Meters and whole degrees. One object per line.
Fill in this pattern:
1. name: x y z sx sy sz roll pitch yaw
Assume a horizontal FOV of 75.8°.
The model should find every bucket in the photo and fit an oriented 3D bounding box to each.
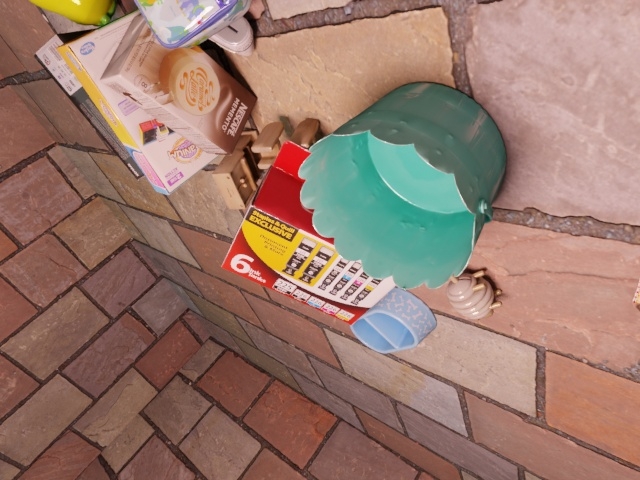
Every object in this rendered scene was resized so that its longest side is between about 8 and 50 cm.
1. bucket: 0.128 -0.083 0.618 0.281 0.183 0.281 28 145 22

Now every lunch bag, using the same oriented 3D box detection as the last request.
1. lunch bag: -0.215 -0.425 0.617 0.175 0.090 0.219 -20 109 20

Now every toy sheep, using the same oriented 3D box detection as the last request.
1. toy sheep: 0.288 0.103 0.788 0.132 0.091 0.091 46 152 -17

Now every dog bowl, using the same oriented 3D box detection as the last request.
1. dog bowl: 0.178 0.222 1.096 0.166 0.074 0.297 43 151 -1

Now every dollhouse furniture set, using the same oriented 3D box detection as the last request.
1. dollhouse furniture set: -0.081 -0.157 0.891 0.241 0.161 0.212 2 136 20

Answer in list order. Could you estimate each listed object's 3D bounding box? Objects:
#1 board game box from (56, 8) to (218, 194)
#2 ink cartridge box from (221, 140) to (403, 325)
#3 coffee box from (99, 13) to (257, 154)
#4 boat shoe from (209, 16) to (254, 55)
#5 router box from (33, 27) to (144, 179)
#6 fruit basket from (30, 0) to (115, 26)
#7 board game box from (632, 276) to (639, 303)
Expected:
1. board game box: -0.322 -0.293 0.851 0.064 0.242 0.317 16 141 41
2. ink cartridge box: 0.000 0.000 0.806 0.309 0.130 0.272 25 136 -11
3. coffee box: -0.260 -0.289 0.789 0.098 0.141 0.246 13 167 43
4. boat shoe: -0.214 -0.403 0.730 0.226 0.083 0.076 43 180 2
5. router box: -0.447 -0.329 0.960 0.080 0.243 0.309 -24 115 21
6. fruit basket: -0.582 -0.616 0.804 0.391 0.284 0.392 6 177 0
7. board game box: 0.499 0.044 0.482 0.193 0.045 0.147 18 143 38
